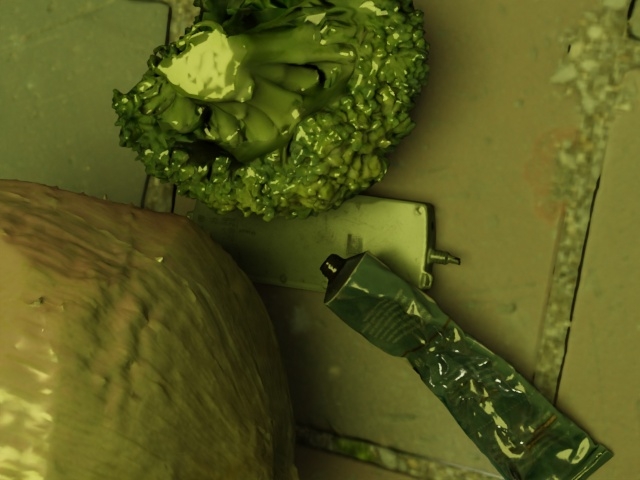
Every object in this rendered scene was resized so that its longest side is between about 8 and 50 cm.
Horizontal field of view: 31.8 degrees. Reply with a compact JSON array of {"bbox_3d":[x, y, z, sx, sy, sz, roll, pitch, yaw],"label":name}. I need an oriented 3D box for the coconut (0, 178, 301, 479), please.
[{"bbox_3d":[-0.183,0.151,0.759,0.405,0.404,0.404,2,94,21],"label":"coconut"}]

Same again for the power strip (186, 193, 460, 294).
[{"bbox_3d":[0.000,0.000,0.870,0.227,0.029,0.079,8,96,21],"label":"power strip"}]

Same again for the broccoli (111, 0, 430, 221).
[{"bbox_3d":[-0.042,-0.111,0.804,0.226,0.176,0.197,10,84,-1],"label":"broccoli"}]

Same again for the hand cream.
[{"bbox_3d":[0.094,0.098,0.810,0.248,0.052,0.075,44,125,-1],"label":"hand cream"}]
